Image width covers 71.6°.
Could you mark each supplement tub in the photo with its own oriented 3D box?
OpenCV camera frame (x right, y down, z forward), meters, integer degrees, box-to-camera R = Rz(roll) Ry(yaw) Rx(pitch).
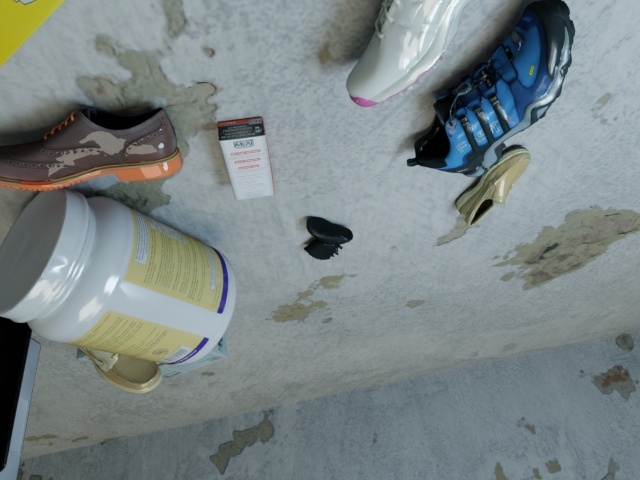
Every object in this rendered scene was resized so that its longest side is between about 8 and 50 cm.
[{"bbox_3d":[-0.337,0.071,0.766,0.241,0.241,0.331,-28,143,23],"label":"supplement tub"}]

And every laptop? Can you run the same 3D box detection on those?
[{"bbox_3d":[-0.607,0.307,0.909,0.236,0.382,0.408,-8,147,-5],"label":"laptop"}]

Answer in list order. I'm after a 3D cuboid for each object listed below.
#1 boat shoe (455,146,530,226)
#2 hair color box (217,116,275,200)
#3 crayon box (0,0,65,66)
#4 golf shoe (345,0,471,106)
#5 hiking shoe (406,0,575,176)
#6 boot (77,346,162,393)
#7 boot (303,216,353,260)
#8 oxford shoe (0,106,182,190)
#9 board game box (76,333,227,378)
[{"bbox_3d":[0.348,-0.097,0.876,0.068,0.072,0.190,3,144,-22],"label":"boat shoe"},{"bbox_3d":[-0.116,-0.127,0.714,0.071,0.043,0.141,-8,148,-5],"label":"hair color box"},{"bbox_3d":[-0.335,-0.291,0.305,0.362,0.106,0.313,-20,149,28],"label":"crayon box"},{"bbox_3d":[0.115,-0.291,0.496,0.140,0.115,0.306,26,126,-30],"label":"golf shoe"},{"bbox_3d":[0.240,-0.199,0.651,0.132,0.113,0.304,-3,146,-14],"label":"hiking shoe"},{"bbox_3d":[-0.434,0.185,0.920,0.095,0.262,0.204,-37,154,-45],"label":"boot"},{"bbox_3d":[0.000,-0.001,0.947,0.121,0.045,0.099,15,145,-32],"label":"boot"},{"bbox_3d":[-0.337,-0.135,0.612,0.271,0.097,0.099,-9,128,-12],"label":"oxford shoe"},{"bbox_3d":[-0.431,0.268,1.172,0.223,0.098,0.303,-24,146,18],"label":"board game box"}]
